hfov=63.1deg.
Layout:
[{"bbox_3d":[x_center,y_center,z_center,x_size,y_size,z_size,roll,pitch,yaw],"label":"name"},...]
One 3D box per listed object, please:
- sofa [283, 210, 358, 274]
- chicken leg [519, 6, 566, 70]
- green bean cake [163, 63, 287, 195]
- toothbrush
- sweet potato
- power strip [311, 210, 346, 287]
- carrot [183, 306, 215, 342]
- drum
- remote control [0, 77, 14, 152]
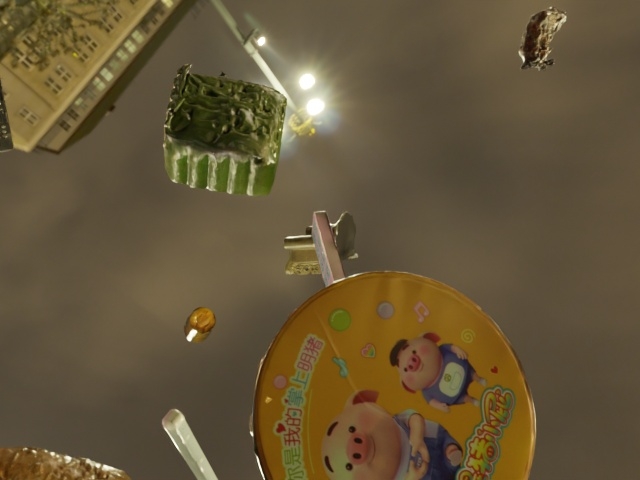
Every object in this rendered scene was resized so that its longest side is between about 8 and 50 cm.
[{"bbox_3d":[0.000,0.000,1.732,0.199,0.182,0.258,-4,-170,20],"label":"sofa"},{"bbox_3d":[0.574,-0.526,1.350,0.063,0.105,0.234,-6,-121,59],"label":"chicken leg"},{"bbox_3d":[-0.257,-0.311,1.453,0.318,0.218,0.335,7,-125,-11],"label":"green bean cake"},{"bbox_3d":[-0.139,0.353,0.711,0.030,0.343,0.025,3,-145,28],"label":"toothbrush"},{"bbox_3d":[-0.292,0.327,0.639,0.114,0.341,0.092,-57,-166,-1],"label":"sweet potato"},{"bbox_3d":[0.022,0.053,1.330,0.037,0.109,0.279,-7,-126,-11],"label":"power strip"},{"bbox_3d":[-0.344,0.242,1.476,0.082,0.082,0.173,-69,-171,-25],"label":"carrot"},{"bbox_3d":[0.104,0.270,0.836,0.430,0.214,0.432,1,-109,-3],"label":"drum"},{"bbox_3d":[-0.312,-0.126,0.491,0.016,0.034,0.091,-18,-95,65],"label":"remote control"}]
